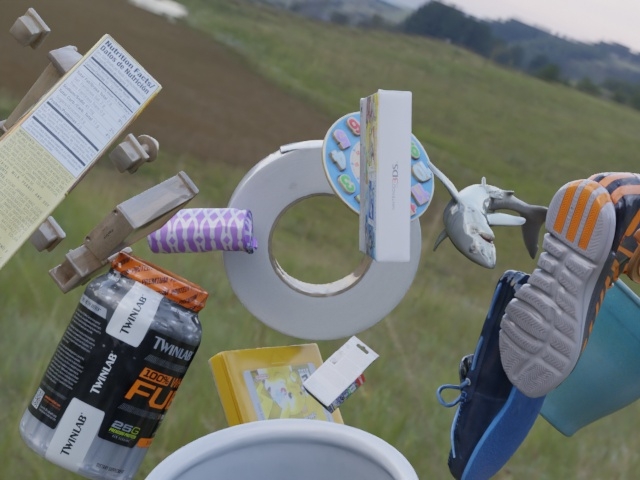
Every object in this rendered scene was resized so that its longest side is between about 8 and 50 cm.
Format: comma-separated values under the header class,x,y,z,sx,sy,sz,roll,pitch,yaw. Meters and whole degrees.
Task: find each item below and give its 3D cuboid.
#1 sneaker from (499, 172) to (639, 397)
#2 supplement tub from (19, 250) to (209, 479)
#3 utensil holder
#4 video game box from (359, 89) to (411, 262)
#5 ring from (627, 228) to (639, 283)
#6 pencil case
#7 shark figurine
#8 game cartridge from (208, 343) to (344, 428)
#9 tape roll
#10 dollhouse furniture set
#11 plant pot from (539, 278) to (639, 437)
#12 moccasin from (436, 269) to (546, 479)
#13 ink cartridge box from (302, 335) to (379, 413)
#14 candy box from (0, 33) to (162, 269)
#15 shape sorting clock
class,x,y,z,sx,sy,sz,roll,pitch,yaw
sneaker,0.350,0.057,1.580,0.180,0.321,0.124,-12,43,-39
supplement tub,-0.324,0.201,1.994,0.207,0.338,0.207,26,-1,0
utensil holder,-0.036,0.459,1.454,0.327,0.386,0.328,-4,24,2
video game box,0.079,-0.081,1.547,0.048,0.205,0.187,0,4,-3
ring,0.465,-0.070,1.351,0.032,0.336,0.336,53,25,22
pencil case,-0.219,-0.015,2.305,0.206,0.086,0.088,1,-28,10
shark figurine,0.205,-0.022,1.654,0.166,0.116,0.278,45,27,17
game cartridge,-0.054,0.357,2.357,0.285,0.052,0.324,0,63,-51
tape roll,0.000,0.000,2.397,0.392,0.392,0.072,20,12,-8
dollhouse furniture set,-0.389,-0.151,1.987,0.355,0.303,0.174,52,36,3
plant pot,0.451,0.189,2.133,0.271,0.255,0.271,44,6,-6
moccasin,0.259,0.195,1.786,0.137,0.342,0.117,-4,34,-46
ink cartridge box,0.035,0.209,1.941,0.063,0.115,0.029,38,-17,35
candy box,-0.308,-0.056,1.255,0.087,0.183,0.316,44,48,-14
shape sorting clock,0.096,-0.119,2.014,0.206,0.206,0.040,16,-28,-25
